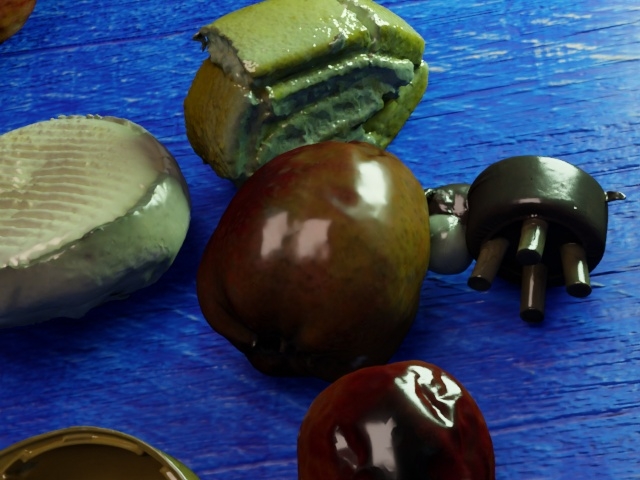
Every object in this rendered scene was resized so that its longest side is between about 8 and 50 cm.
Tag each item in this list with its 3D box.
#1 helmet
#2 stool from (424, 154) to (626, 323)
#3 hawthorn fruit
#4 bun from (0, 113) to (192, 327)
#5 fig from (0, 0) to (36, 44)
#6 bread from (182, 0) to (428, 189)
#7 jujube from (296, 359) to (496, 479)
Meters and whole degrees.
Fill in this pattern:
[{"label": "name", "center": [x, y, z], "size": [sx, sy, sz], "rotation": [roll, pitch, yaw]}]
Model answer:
[{"label": "helmet", "center": [-0.171, 0.256, 1.278], "size": [0.257, 0.140, 0.205], "rotation": [-7, 82, 25]}, {"label": "stool", "center": [0.166, -0.003, 1.392], "size": [0.217, 0.125, 0.121], "rotation": [-4, 52, 27]}, {"label": "hawthorn fruit", "center": [0.000, 0.000, 1.387], "size": [0.208, 0.208, 0.248], "rotation": [4, 58, 21]}, {"label": "bun", "center": [-0.263, -0.005, 1.518], "size": [0.287, 0.146, 0.287], "rotation": [-9, 36, 7]}, {"label": "fig", "center": [-0.450, -0.313, 1.794], "size": [0.263, 0.224, 0.224], "rotation": [-33, 49, -5]}, {"label": "bread", "center": [-0.009, -0.153, 1.530], "size": [0.257, 0.186, 0.124], "rotation": [-31, 45, -18]}, {"label": "jujube", "center": [0.069, 0.214, 1.227], "size": [0.168, 0.168, 0.236], "rotation": [-16, 66, 5]}]
